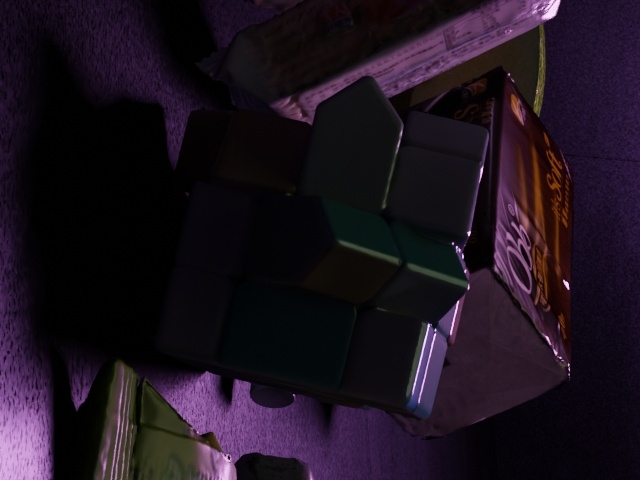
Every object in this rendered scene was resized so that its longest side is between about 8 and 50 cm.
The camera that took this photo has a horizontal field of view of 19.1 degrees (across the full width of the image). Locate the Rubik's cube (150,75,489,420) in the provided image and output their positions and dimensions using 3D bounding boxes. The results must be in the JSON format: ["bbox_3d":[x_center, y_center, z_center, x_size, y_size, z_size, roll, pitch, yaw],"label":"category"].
[{"bbox_3d":[0.000,0.000,1.307,0.265,0.224,0.213,46,58,-78],"label":"Rubik's cube"}]

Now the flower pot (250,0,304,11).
[{"bbox_3d":[0.033,-0.306,1.569,0.209,0.239,0.190,136,-38,-60],"label":"flower pot"}]

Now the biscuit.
[{"bbox_3d":[0.068,-0.168,1.466,0.079,0.309,0.186,63,5,11],"label":"biscuit"}]

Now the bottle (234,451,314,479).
[{"bbox_3d":[-0.047,0.279,1.321,0.083,0.083,0.270,73,18,-53],"label":"bottle"}]

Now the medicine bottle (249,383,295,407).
[{"bbox_3d":[-0.038,0.026,1.537,0.092,0.061,0.221,42,40,-41],"label":"medicine bottle"}]

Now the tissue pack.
[{"bbox_3d":[0.145,0.017,1.997,0.198,0.210,0.370,55,25,-29],"label":"tissue pack"}]

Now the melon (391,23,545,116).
[{"bbox_3d":[0.153,-0.142,2.324,0.331,0.226,0.344,-15,-104,57],"label":"melon"}]

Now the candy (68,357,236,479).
[{"bbox_3d":[-0.088,0.168,1.170,0.246,0.069,0.149,53,38,-70],"label":"candy"}]
